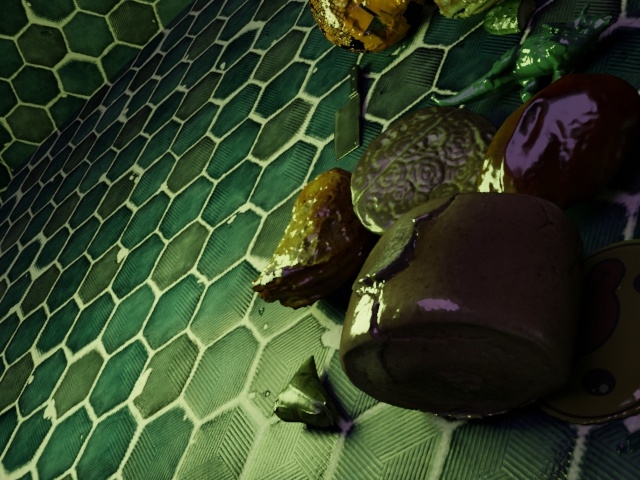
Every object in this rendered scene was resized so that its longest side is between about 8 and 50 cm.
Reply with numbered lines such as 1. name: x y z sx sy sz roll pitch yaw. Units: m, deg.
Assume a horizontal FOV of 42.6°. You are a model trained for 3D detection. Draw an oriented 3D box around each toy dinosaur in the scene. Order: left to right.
1. toy dinosaur: 0.303 -0.251 1.222 0.292 0.079 0.120 -33 30 26

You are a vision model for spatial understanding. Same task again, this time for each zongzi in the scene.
1. zongzi: -0.003 0.209 1.161 0.104 0.052 0.113 0 43 43

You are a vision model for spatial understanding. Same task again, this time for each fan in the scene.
1. fan: 0.291 0.090 0.934 0.335 0.011 0.229 16 71 57

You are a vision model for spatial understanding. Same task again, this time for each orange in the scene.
1. orange: 0.090 -0.485 1.596 0.234 0.234 0.182 -31 17 29

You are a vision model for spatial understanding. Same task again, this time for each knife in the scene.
1. knife: 0.052 -0.252 1.598 0.072 0.019 0.245 -30 39 33

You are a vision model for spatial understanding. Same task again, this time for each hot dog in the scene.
1. hot dog: 0.001 0.003 1.309 0.175 0.114 0.259 -22 31 46

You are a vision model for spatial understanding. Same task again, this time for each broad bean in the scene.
1. broad bean: 0.301 -0.112 1.033 0.228 0.122 0.156 -47 56 18

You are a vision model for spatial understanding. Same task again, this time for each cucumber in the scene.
1. cucumber: 0.310 -0.383 1.388 0.067 0.035 0.107 -59 29 -10

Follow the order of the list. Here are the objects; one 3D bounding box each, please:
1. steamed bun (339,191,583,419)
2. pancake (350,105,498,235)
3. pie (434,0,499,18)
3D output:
1. steamed bun: 0.141 0.063 0.957 0.301 0.199 0.251 -23 43 46
2. pancake: 0.161 -0.103 1.232 0.250 0.031 0.250 -15 51 19
3. pie: 0.314 -0.500 1.432 0.308 0.085 0.308 -43 18 17
